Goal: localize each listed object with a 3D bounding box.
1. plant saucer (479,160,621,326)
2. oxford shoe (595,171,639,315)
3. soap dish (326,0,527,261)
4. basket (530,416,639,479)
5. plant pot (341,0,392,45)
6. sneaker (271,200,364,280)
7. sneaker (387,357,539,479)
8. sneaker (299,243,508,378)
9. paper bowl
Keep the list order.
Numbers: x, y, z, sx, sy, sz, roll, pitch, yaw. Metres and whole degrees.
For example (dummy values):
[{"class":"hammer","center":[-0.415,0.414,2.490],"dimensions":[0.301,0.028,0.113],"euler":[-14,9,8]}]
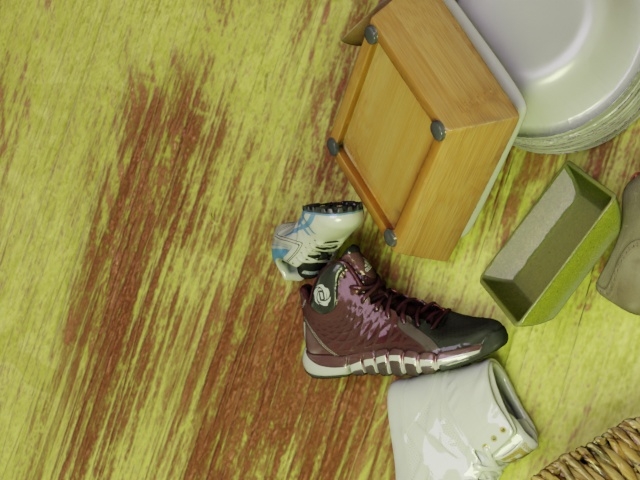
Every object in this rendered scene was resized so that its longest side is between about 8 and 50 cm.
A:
[{"class":"plant saucer","center":[0.281,0.011,1.743],"dimensions":[0.188,0.045,0.188],"euler":[-54,15,8]},{"class":"oxford shoe","center":[0.414,-0.078,1.692],"dimensions":[0.130,0.123,0.348],"euler":[20,85,42]},{"class":"soap dish","center":[0.120,-0.136,1.789],"dimensions":[0.229,0.118,0.291],"euler":[60,151,26]},{"class":"basket","center":[0.375,0.369,1.615],"dimensions":[0.213,0.223,0.299],"euler":[-30,60,-11]},{"class":"plant pot","center":[0.124,-0.322,1.871],"dimensions":[0.236,0.236,0.032],"euler":[-40,93,16]},{"class":"sneaker","center":[0.000,0.000,1.878],"dimensions":[0.237,0.085,0.086],"euler":[147,116,-69]},{"class":"sneaker","center":[0.183,0.285,1.745],"dimensions":[0.169,0.108,0.293],"euler":[-20,68,28]},{"class":"sneaker","center":[0.087,0.080,1.820],"dimensions":[0.281,0.106,0.163],"euler":[-8,99,28]},{"class":"paper bowl","center":[0.277,-0.257,1.795],"dimensions":[0.284,0.148,0.284],"euler":[-7,76,29]}]
